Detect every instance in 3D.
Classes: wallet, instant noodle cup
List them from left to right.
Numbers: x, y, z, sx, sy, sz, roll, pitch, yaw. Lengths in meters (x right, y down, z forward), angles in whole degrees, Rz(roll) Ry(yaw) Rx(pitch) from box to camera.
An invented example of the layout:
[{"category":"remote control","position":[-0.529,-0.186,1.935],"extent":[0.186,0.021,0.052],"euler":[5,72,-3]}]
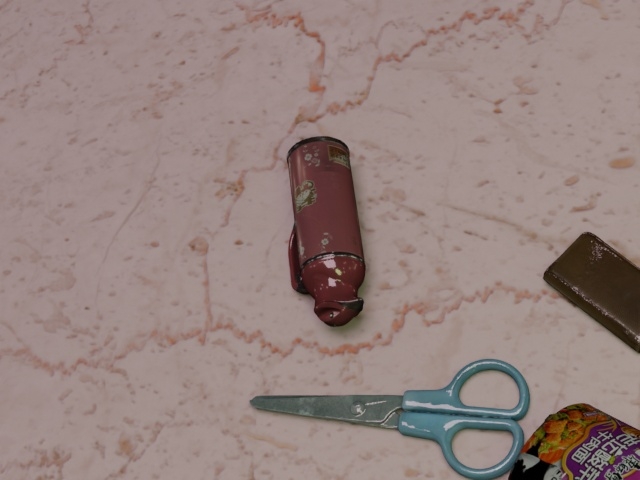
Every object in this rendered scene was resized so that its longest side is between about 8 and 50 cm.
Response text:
[{"category":"instant noodle cup","position":[0.383,0.352,1.844],"extent":[0.251,0.251,0.190],"euler":[-46,48,-11]},{"category":"wallet","position":[0.451,0.077,2.092],"extent":[0.110,0.031,0.198],"euler":[-43,58,-10]}]

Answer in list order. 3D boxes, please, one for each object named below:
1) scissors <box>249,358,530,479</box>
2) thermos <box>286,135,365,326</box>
[{"category":"scissors","position":[0.098,0.264,2.101],"extent":[0.446,0.029,0.193],"euler":[2,61,19]},{"category":"thermos","position":[0.000,-0.005,2.242],"extent":[0.136,0.109,0.330],"euler":[-14,58,10]}]
